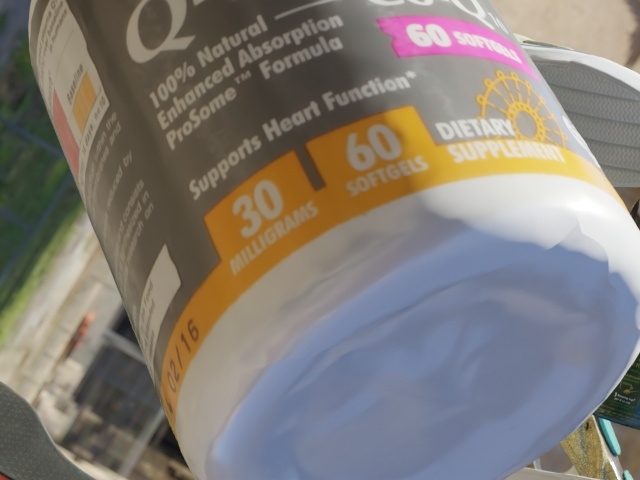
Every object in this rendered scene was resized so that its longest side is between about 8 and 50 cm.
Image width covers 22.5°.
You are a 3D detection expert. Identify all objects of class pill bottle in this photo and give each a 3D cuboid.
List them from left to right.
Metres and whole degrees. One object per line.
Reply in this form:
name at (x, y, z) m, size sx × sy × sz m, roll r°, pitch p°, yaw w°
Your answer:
pill bottle at (-0.013, -0.049, 0.575) m, size 0.162 × 0.162 × 0.278 m, roll -58°, pitch -136°, yaw 36°

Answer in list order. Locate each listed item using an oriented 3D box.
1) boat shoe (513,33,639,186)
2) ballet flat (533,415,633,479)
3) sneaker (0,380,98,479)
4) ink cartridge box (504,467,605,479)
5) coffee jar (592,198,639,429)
boat shoe at (0.192, -0.135, 1.402) m, size 0.094 × 0.302 × 0.109 m, roll -40°, pitch 144°, yaw -47°
ballet flat at (0.326, 0.287, 1.938) m, size 0.123 × 0.348 × 0.123 m, roll -22°, pitch 169°, yaw -5°
sneaker at (-0.295, 0.257, 1.602) m, size 0.090 × 0.270 × 0.145 m, roll -47°, pitch 174°, yaw -47°
ink cartridge box at (0.232, 0.398, 1.594) m, size 0.223 × 0.129 × 0.307 m, roll 4°, pitch -118°, yaw 37°
coffee jar at (0.268, 0.059, 1.315) m, size 0.079 × 0.096 × 0.184 m, roll -63°, pitch 171°, yaw -60°
